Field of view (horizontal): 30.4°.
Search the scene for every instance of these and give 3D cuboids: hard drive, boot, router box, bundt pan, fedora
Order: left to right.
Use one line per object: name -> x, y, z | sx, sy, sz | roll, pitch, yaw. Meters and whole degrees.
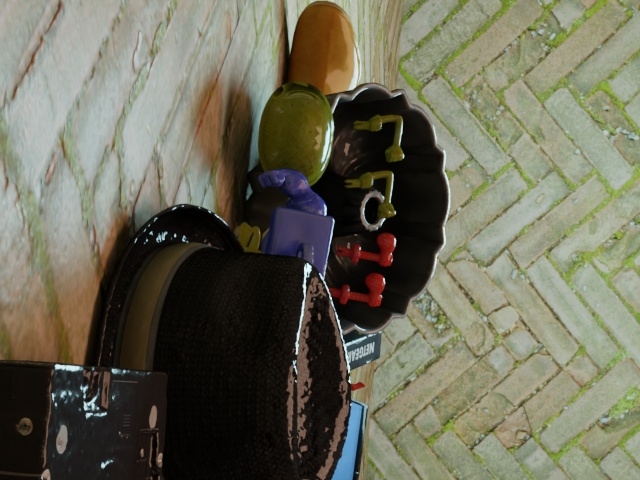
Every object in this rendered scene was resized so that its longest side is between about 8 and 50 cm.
hard drive -> -0.174, 0.251, 0.780 | 0.237, 0.064, 0.339 | 35, 57, -78
fedora -> -0.064, 0.129, 1.055 | 0.334, 0.152, 0.334 | -4, 90, -66
boot -> -0.009, -0.166, 1.667 | 0.211, 0.104, 0.295 | -75, 170, -51
router box -> -0.006, 0.147, 1.628 | 0.179, 0.133, 0.046 | -8, 103, -68
bundt pan -> 0.026, -0.044, 1.555 | 0.330, 0.124, 0.331 | -8, 101, -45

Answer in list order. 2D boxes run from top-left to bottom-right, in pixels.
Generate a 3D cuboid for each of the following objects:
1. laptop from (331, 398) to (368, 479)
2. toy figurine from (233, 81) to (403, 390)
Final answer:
laptop -> -0.016, 0.289, 1.738 | 0.264, 0.136, 0.234 | 81, 16, -57
toy figurine -> 0.000, 0.000, 1.286 | 0.217, 0.191, 0.363 | 167, -66, -85
